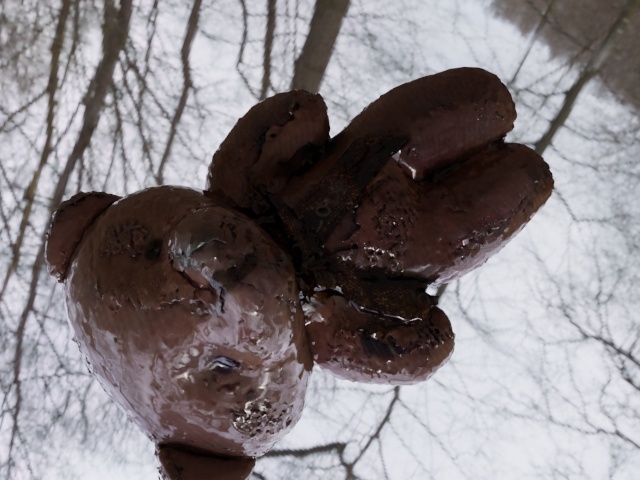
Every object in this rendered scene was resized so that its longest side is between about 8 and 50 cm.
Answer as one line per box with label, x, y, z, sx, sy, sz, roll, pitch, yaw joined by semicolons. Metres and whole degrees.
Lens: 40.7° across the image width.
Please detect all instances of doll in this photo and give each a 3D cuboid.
doll;0.000;0.000;0.484;0.201;0.303;0.156;57;175;6
